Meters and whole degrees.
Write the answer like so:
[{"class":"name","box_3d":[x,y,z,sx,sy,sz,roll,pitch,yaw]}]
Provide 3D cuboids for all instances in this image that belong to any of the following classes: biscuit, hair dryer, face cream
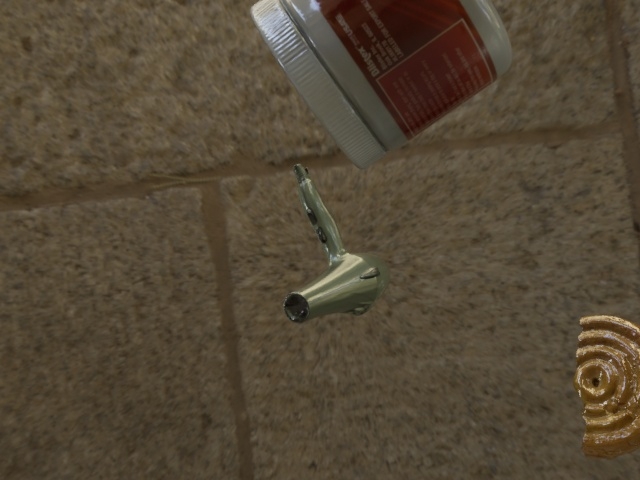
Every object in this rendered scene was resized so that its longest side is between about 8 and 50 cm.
[{"class":"biscuit","box_3d":[0.452,0.214,1.280,0.144,0.033,0.224,-4,62,27]},{"class":"hair dryer","box_3d":[-0.003,0.025,1.169,0.088,0.219,0.225,-28,105,32]},{"class":"face cream","box_3d":[0.061,-0.201,0.846,0.187,0.201,0.201,-34,88,9]}]
